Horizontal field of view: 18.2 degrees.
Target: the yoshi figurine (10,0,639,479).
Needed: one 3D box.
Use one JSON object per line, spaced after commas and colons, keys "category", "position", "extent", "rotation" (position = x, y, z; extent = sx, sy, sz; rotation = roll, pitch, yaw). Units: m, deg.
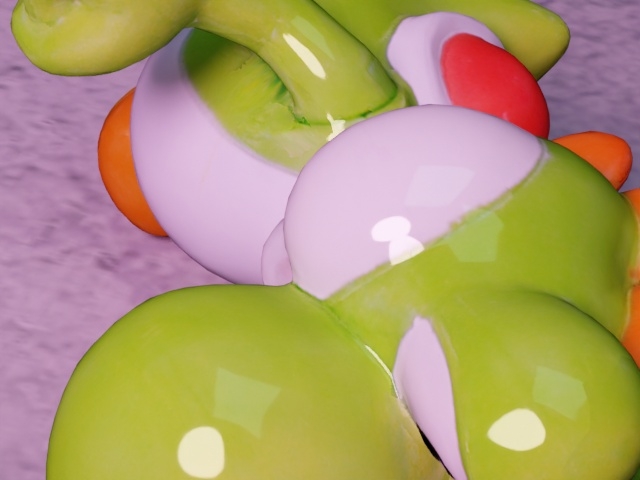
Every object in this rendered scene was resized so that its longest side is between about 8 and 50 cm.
{"category": "yoshi figurine", "position": [-0.027, 0.003, 0.622], "extent": [0.203, 0.203, 0.362], "rotation": [21, 19, -28]}
